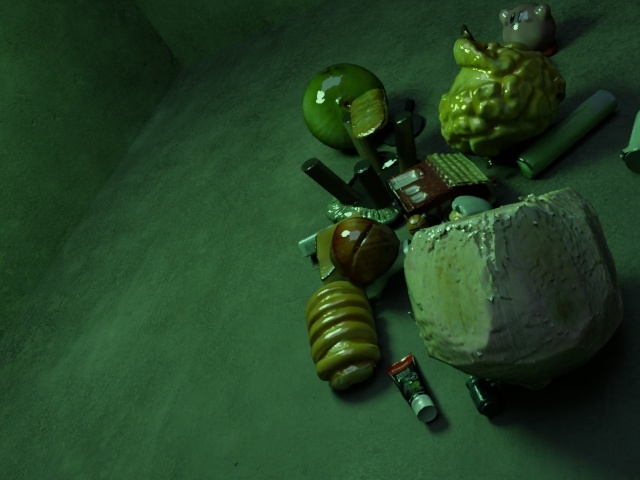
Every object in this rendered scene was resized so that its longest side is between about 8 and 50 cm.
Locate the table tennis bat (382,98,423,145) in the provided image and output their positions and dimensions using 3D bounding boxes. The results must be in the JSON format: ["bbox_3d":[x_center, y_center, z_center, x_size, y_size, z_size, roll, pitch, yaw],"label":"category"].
[{"bbox_3d":[0.288,-0.406,2.240,0.150,0.027,0.236,-12,41,32],"label":"table tennis bat"}]

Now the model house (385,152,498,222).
[{"bbox_3d":[0.331,-0.126,1.739,0.254,0.160,0.196,-26,34,1],"label":"model house"}]

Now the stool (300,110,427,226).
[{"bbox_3d":[0.144,-0.217,1.958,0.310,0.226,0.310,10,52,47],"label":"stool"}]

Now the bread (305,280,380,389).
[{"bbox_3d":[0.050,0.218,1.594,0.172,0.121,0.311,-27,34,9],"label":"bread"}]

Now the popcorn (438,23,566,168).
[{"bbox_3d":[0.458,-0.396,1.753,0.349,0.382,0.349,-19,-4,-1],"label":"popcorn"}]

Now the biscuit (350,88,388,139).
[{"bbox_3d":[0.143,-0.375,1.929,0.118,0.029,0.247,-27,34,22],"label":"biscuit"}]

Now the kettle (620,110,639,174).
[{"bbox_3d":[0.785,-0.226,1.532,0.148,0.126,0.098,-60,8,-28],"label":"kettle"}]

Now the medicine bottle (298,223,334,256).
[{"bbox_3d":[0.000,0.000,1.947,0.118,0.055,0.074,-27,1,13],"label":"medicine bottle"}]

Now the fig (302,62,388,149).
[{"bbox_3d":[0.079,-0.464,2.282,0.316,0.316,0.316,-23,35,18],"label":"fig"}]

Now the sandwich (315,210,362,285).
[{"bbox_3d":[0.089,0.034,1.796,0.186,0.108,0.220,-27,32,15],"label":"sandwich"}]

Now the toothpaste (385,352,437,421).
[{"bbox_3d":[0.196,0.316,1.419,0.071,0.045,0.193,-32,28,5],"label":"toothpaste"}]

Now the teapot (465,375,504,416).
[{"bbox_3d":[0.331,0.303,1.303,0.063,0.049,0.083,-30,33,8],"label":"teapot"}]

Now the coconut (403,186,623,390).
[{"bbox_3d":[0.365,0.110,1.252,0.404,0.405,0.405,-23,35,18],"label":"coconut"}]

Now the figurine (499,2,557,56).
[{"bbox_3d":[0.670,-0.679,2.107,0.173,0.173,0.173,-23,35,18],"label":"figurine"}]

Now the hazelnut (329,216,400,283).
[{"bbox_3d":[0.109,0.027,1.646,0.182,0.182,0.182,-23,35,18],"label":"hazelnut"}]

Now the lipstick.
[{"bbox_3d":[0.644,-0.280,1.725,0.304,0.076,0.076,-39,33,-6],"label":"lipstick"}]

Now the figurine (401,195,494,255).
[{"bbox_3d":[0.321,-0.016,1.602,0.236,0.176,0.133,-30,18,16],"label":"figurine"}]
